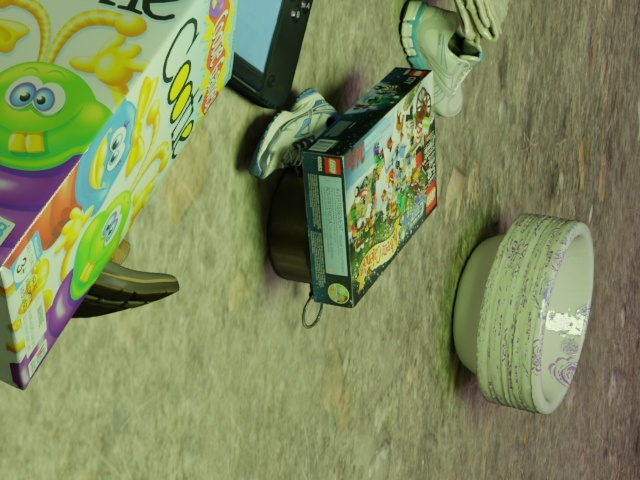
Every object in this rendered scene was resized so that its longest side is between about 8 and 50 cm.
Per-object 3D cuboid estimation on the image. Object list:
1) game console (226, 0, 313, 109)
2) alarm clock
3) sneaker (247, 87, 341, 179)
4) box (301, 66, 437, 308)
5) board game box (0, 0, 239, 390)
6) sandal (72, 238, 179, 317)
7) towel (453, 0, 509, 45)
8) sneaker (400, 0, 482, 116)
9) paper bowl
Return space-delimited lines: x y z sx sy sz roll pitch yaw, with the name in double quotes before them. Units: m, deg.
"game console" -0.009 -0.257 1.002 0.293 0.173 0.250 27 75 -62
"alarm clock" 0.000 0.000 1.245 0.129 0.064 0.192 -24 123 -60
"sneaker" -0.019 -0.096 1.152 0.135 0.058 0.052 -50 172 -43
"box" 0.055 -0.059 1.208 0.233 0.044 0.159 -47 139 -52
"board game box" -0.171 -0.077 0.731 0.144 0.142 0.275 103 13 -57
"sandal" -0.180 0.017 0.885 0.219 0.090 0.060 16 63 -57
"towel" 0.182 -0.368 1.411 0.187 0.049 0.282 64 32 -31
"sneaker" 0.156 -0.209 1.456 0.071 0.083 0.190 -69 153 -24
"paper bowl" 0.291 0.101 1.763 0.284 0.148 0.284 -31 126 -57
